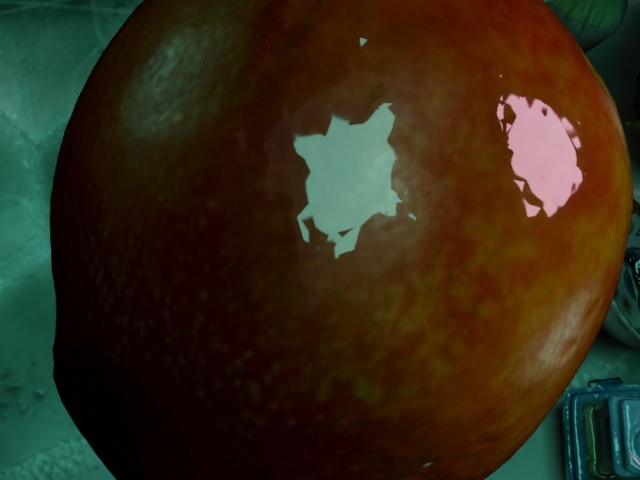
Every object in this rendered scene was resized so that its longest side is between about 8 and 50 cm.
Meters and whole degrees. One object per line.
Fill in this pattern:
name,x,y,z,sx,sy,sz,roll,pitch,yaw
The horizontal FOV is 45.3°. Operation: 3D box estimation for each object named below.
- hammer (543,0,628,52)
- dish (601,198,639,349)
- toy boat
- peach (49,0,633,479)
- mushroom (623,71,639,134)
hammer,0.204,-0.261,0.728,0.119,0.206,0.335,44,52,-16
dish,0.238,0.034,0.652,0.141,0.078,0.141,20,58,-34
toy boat,0.309,0.154,0.584,0.238,0.098,0.109,3,70,-1
peach,0.000,0.000,0.496,0.388,0.388,0.388,1,67,-1
mushroom,0.353,-0.190,0.639,0.163,0.297,0.278,8,103,36
